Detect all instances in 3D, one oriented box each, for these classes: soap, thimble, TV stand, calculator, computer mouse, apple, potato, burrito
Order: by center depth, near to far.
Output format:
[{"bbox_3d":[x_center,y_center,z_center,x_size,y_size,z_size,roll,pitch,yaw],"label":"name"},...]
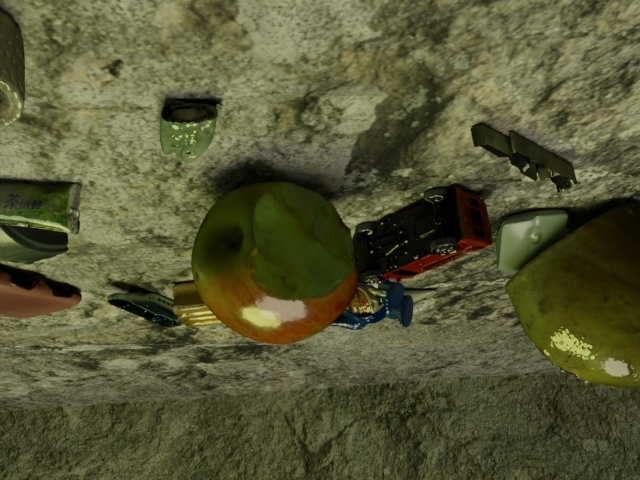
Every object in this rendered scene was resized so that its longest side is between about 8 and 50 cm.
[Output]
[{"bbox_3d":[-0.340,-0.169,0.664,0.102,0.090,0.115,5,155,-35],"label":"thimble"},{"bbox_3d":[-0.165,-0.133,0.864,0.074,0.044,0.118,-3,156,-17],"label":"burrito"},{"bbox_3d":[0.305,-0.120,1.018,0.249,0.036,0.042,15,152,-42],"label":"TV stand"},{"bbox_3d":[-0.068,0.027,1.031,0.246,0.246,0.226,-17,142,29],"label":"apple"},{"bbox_3d":[-0.493,0.002,1.094,0.126,0.071,0.231,-7,160,5],"label":"computer mouse"},{"bbox_3d":[0.556,0.109,1.251,0.330,0.280,0.212,-14,152,-19],"label":"potato"},{"bbox_3d":[0.409,0.012,1.343,0.128,0.079,0.231,-11,155,6],"label":"computer mouse"},{"bbox_3d":[-0.638,0.110,1.378,0.220,0.048,0.330,-16,159,23],"label":"calculator"},{"bbox_3d":[-0.196,0.134,1.508,0.232,0.073,0.140,-6,161,1],"label":"soap"}]

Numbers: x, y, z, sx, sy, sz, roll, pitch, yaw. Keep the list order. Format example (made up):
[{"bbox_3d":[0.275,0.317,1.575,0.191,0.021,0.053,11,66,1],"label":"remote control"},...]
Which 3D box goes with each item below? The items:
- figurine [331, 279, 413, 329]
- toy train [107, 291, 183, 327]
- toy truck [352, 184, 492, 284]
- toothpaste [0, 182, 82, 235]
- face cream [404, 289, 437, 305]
[{"bbox_3d":[0.072,0.116,1.486,0.262,0.120,0.164,11,138,21],"label":"figurine"},{"bbox_3d":[-0.384,0.141,1.514,0.052,0.051,0.234,-13,154,19],"label":"toy train"},{"bbox_3d":[0.169,0.002,1.205,0.114,0.107,0.253,13,152,-38],"label":"toy truck"},{"bbox_3d":[-0.468,-0.054,0.972,0.248,0.078,0.047,5,-173,-18],"label":"toothpaste"},{"bbox_3d":[0.162,0.146,1.663,0.244,0.058,0.092,-1,153,-28],"label":"face cream"}]
